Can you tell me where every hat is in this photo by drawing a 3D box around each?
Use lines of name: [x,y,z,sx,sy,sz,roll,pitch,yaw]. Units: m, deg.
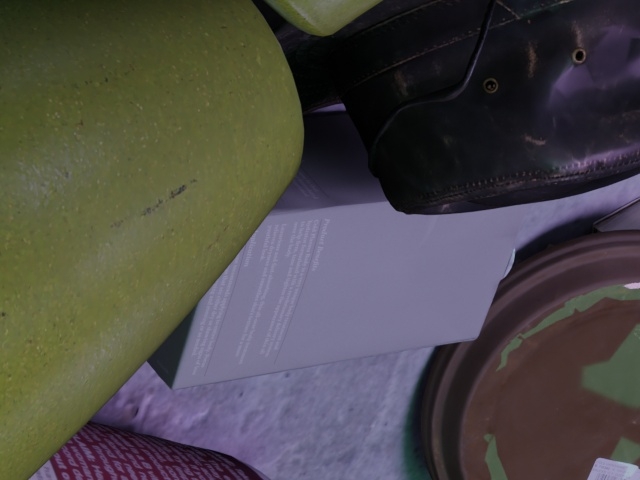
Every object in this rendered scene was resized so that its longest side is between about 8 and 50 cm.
hat: [0.117,-0.086,1.047,0.331,0.134,0.331,-22,171,-4]

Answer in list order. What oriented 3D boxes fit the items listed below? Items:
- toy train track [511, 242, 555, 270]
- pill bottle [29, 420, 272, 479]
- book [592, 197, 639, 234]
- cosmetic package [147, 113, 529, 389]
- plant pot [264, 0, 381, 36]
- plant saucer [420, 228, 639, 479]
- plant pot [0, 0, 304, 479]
toy train track: [0.145,0.040,1.394,0.048,0.014,0.083,18,111,-47]
pill bottle: [-0.138,0.220,1.146,0.392,0.224,0.224,21,109,-47]
book: [0.248,0.026,1.456,0.096,0.035,0.144,-29,139,-22]
cosmetic package: [0.000,0.000,1.171,0.238,0.107,0.127,-7,129,-40]
plant pot: [0.063,-0.280,0.823,0.353,0.366,0.366,-36,141,9]
plant saucer: [0.211,0.124,1.411,0.278,0.041,0.278,-5,116,-10]
plant pot: [-0.159,-0.018,0.918,0.293,0.275,0.275,-30,139,-31]
